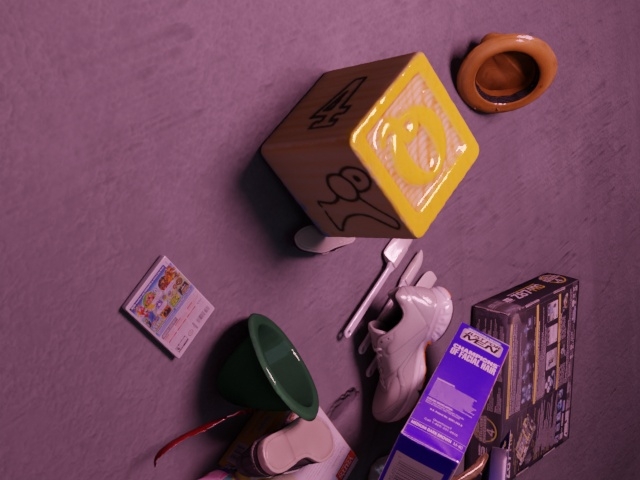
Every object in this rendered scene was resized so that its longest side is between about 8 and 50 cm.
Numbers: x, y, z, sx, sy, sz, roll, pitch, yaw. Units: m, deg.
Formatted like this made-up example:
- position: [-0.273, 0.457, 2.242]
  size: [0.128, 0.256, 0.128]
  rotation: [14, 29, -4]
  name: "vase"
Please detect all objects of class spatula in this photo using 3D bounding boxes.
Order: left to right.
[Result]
- position: [0.120, 0.107, 1.457]
  size: [0.242, 0.019, 0.168]
  rotation: [-53, 139, -24]
  name: "spatula"

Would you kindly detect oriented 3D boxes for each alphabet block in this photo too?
- position: [0.072, -0.129, 1.183]
  size: [0.192, 0.197, 0.193]
  rotation: [51, 61, -30]
  name: "alphabet block"

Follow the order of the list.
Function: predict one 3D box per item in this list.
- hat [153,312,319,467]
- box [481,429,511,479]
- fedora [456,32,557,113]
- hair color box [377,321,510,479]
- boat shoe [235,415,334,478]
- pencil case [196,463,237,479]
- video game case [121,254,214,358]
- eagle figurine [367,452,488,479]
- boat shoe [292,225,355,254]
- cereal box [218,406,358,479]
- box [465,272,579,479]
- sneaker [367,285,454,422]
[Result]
- position: [-0.129, 0.219, 1.189]
  size: [0.184, 0.173, 0.208]
  rotation: [-32, 148, 10]
  name: "hat"
- position: [0.317, 0.469, 1.527]
  size: [0.136, 0.037, 0.225]
  rotation: [82, 18, -64]
  name: "box"
- position: [0.334, -0.319, 1.513]
  size: [0.194, 0.194, 0.079]
  rotation: [39, 33, -46]
  name: "fedora"
- position: [0.210, 0.310, 1.421]
  size: [0.339, 0.110, 0.185]
  rotation: [-48, 161, -54]
  name: "hair color box"
- position: [-0.049, 0.305, 1.217]
  size: [0.206, 0.065, 0.075]
  rotation: [3, 64, -61]
  name: "boat shoe"
- position: [-0.203, 0.412, 1.088]
  size: [0.284, 0.124, 0.124]
  rotation: [-23, 116, -43]
  name: "pencil case"
- position: [-0.199, 0.089, 1.098]
  size: [0.087, 0.011, 0.122]
  rotation: [-56, 135, -22]
  name: "video game case"
- position: [0.199, 0.541, 1.556]
  size: [0.227, 0.225, 0.298]
  rotation: [-5, 144, -8]
  name: "eagle figurine"
- position: [0.000, 0.000, 1.277]
  size: [0.125, 0.038, 0.046]
  rotation: [-15, 77, -47]
  name: "boat shoe"
- position: [-0.043, 0.349, 1.308]
  size: [0.173, 0.047, 0.240]
  rotation: [-53, 133, -26]
  name: "cereal box"
- position: [0.445, 0.296, 1.803]
  size: [0.318, 0.097, 0.394]
  rotation: [-17, 112, -47]
  name: "box"
- position: [0.122, 0.188, 1.417]
  size: [0.121, 0.099, 0.262]
  rotation: [13, 105, -23]
  name: "sneaker"
